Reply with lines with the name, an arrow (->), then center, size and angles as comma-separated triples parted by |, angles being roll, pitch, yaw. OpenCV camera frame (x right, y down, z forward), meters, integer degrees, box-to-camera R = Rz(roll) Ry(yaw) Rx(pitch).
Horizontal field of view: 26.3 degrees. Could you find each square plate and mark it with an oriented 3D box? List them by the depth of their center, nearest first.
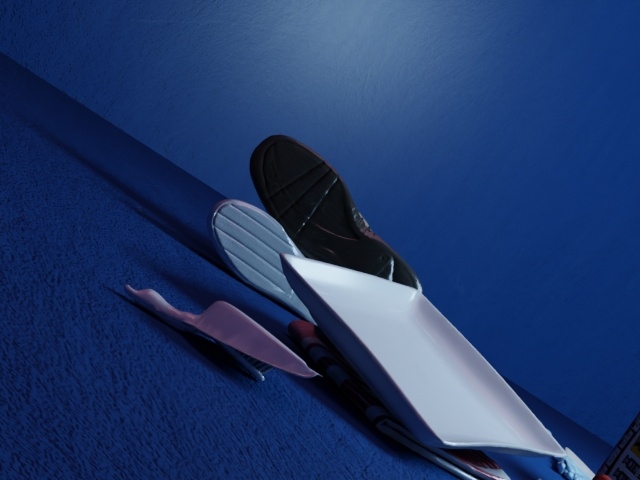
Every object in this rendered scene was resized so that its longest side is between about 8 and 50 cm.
square plate -> 0.130, 0.165, 1.801 | 0.344, 0.049, 0.347 | 17, 26, -53

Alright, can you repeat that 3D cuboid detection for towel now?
towel -> 0.101, 0.219, 1.840 | 0.237, 0.037, 0.329 | 32, 4, -27

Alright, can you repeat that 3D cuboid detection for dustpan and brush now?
dustpan and brush -> -0.111, 0.095, 1.452 | 0.211, 0.060, 0.147 | 40, -9, -12

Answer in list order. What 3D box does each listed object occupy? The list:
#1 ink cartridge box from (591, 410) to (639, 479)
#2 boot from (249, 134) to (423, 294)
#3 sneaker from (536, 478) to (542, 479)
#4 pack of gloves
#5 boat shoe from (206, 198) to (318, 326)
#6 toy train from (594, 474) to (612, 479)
ink cartridge box -> 0.549, 0.343, 2.063 | 0.130, 0.309, 0.272 | 34, 3, -6
boot -> 0.000, 0.000, 2.359 | 0.377, 0.138, 0.284 | 45, -14, -3
sneaker -> 0.224, 0.312, 1.415 | 0.083, 0.084, 0.215 | 48, 7, -1
pack of gloves -> 0.429, 0.401, 2.580 | 0.195, 0.046, 0.232 | 47, 9, 12
boat shoe -> -0.075, 0.047, 2.206 | 0.302, 0.109, 0.094 | 44, -13, -22
toy train -> 0.366, 0.375, 1.706 | 0.143, 0.105, 0.248 | 45, 4, 7
